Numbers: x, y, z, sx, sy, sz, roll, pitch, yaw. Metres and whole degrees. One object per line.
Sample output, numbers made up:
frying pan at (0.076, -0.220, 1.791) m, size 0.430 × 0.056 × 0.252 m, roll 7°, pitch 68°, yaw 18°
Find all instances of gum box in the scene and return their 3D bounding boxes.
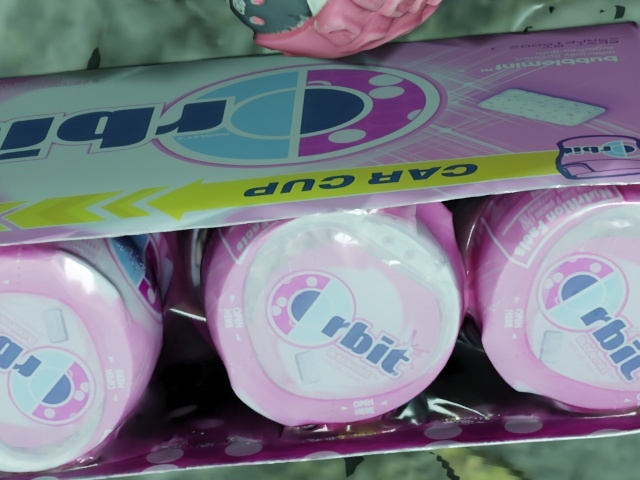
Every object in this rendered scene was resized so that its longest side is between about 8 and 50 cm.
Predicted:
gum box at (0.000, 0.000, 0.450) m, size 0.188 × 0.107 × 0.062 m, roll -5°, pitch 114°, yaw 4°

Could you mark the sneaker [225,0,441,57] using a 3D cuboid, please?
sneaker at (-0.015, -0.184, 0.364) m, size 0.112 × 0.121 × 0.299 m, roll -5°, pitch 96°, yaw 15°
